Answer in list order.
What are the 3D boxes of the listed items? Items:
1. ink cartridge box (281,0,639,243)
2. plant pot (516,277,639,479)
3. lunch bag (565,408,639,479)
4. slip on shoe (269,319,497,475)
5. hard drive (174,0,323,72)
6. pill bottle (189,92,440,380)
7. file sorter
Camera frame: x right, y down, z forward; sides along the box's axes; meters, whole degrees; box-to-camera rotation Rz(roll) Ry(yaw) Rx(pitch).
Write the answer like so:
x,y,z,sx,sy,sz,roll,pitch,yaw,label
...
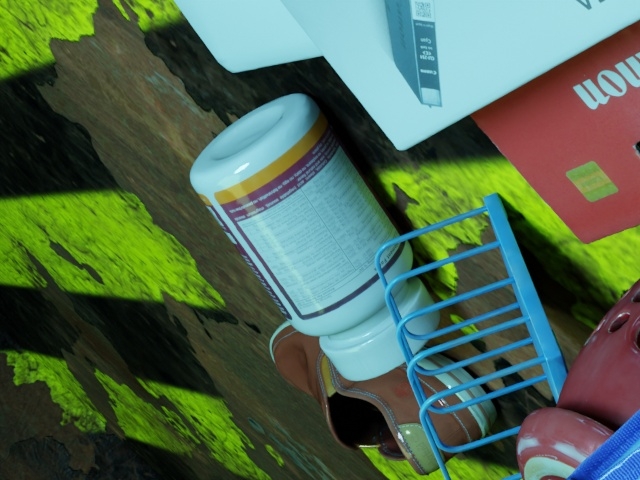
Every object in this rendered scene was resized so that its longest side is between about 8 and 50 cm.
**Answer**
x,y,z,sx,sy,sz,roll,pitch,yaw,label
0.129,-0.109,0.843,0.261,0.066,0.296,50,151,-7,ink cartridge box
0.232,0.129,0.994,0.191,0.174,0.191,41,161,17,plant pot
0.260,0.132,0.730,0.221,0.293,0.138,48,-169,2,lunch bag
0.035,0.145,1.537,0.331,0.101,0.123,17,145,58,slip on shoe
-0.044,-0.229,1.081,0.233,0.047,0.353,54,159,-17,hard drive
0.000,0.000,1.306,0.221,0.121,0.121,55,159,-19,pill bottle
0.112,0.076,1.133,0.170,0.104,0.118,-104,-7,-49,file sorter
